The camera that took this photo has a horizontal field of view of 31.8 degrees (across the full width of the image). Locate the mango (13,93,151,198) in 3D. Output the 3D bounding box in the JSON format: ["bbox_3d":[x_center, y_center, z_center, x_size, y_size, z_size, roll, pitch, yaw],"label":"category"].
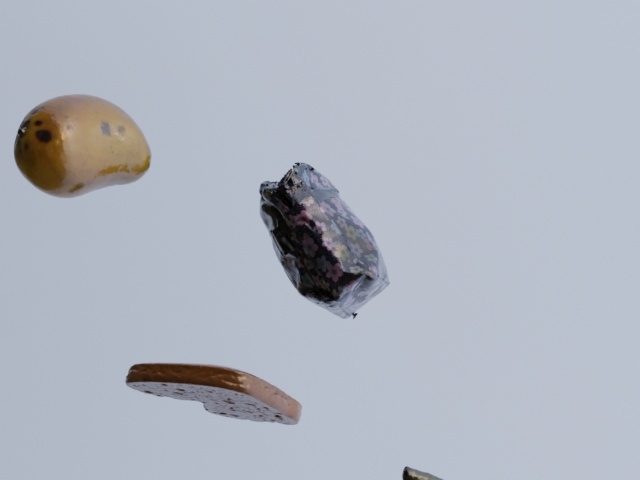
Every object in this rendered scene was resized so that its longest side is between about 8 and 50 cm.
[{"bbox_3d":[-0.271,-0.111,1.285,0.090,0.178,0.115,-11,-84,42],"label":"mango"}]

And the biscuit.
[{"bbox_3d":[-0.135,0.191,1.420,0.186,0.192,0.036,-3,-115,28],"label":"biscuit"}]

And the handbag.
[{"bbox_3d":[0.000,0.000,1.520,0.126,0.228,0.208,-35,-101,5],"label":"handbag"}]

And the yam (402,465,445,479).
[{"bbox_3d":[0.181,0.273,1.113,0.027,0.234,0.029,-38,-149,57],"label":"yam"}]
